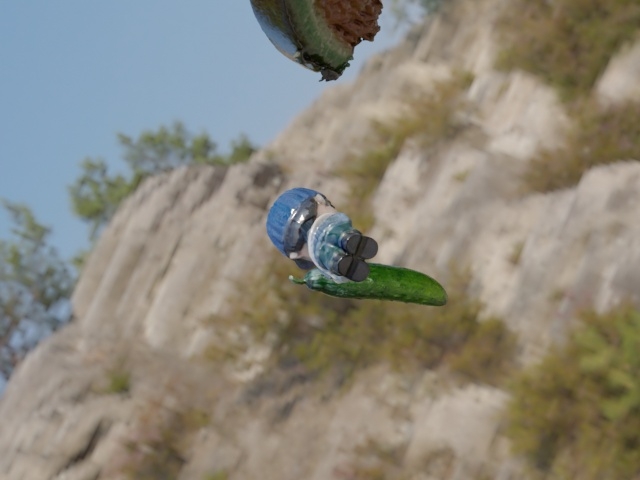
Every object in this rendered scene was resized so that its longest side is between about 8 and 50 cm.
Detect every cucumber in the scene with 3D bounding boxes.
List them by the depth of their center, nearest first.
[{"bbox_3d":[0.072,0.059,2.292,0.056,0.250,0.056,-24,63,60],"label":"cucumber"}]

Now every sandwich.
[{"bbox_3d":[0.027,-0.372,2.020,0.301,0.162,0.250,-44,-27,1],"label":"sandwich"}]

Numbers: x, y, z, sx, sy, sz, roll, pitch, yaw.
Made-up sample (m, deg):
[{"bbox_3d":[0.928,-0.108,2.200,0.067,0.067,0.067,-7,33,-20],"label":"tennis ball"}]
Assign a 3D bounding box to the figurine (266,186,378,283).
[{"bbox_3d":[0.000,0.000,1.672,0.149,0.087,0.086,36,111,61],"label":"figurine"}]
